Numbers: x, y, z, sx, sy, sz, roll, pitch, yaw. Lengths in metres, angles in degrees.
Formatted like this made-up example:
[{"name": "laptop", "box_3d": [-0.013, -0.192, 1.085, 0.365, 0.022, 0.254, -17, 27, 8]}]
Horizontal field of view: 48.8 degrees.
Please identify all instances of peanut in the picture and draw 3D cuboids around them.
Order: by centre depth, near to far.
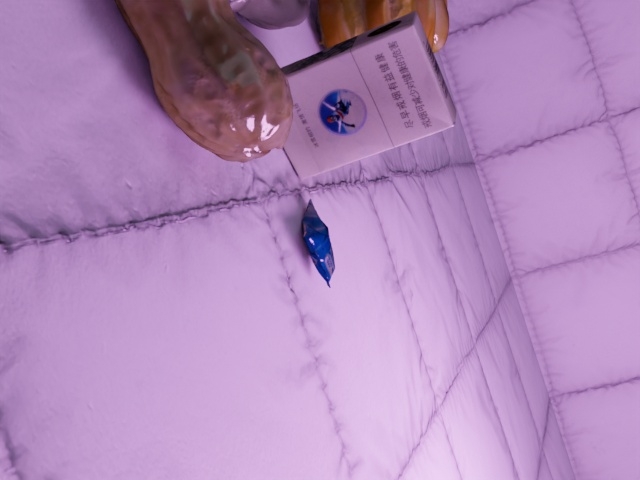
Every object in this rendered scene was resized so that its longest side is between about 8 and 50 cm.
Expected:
[{"name": "peanut", "box_3d": [-0.140, -0.225, 0.777, 0.313, 0.149, 0.149, 64, 23, -19]}]

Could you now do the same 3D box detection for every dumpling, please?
[{"name": "dumpling", "box_3d": [-0.066, -0.382, 1.075, 0.199, 0.136, 0.118, -46, 124, -54]}]

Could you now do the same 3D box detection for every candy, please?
[{"name": "candy", "box_3d": [0.000, 0.000, 1.065, 0.136, 0.038, 0.088, -90, 157, -57]}]

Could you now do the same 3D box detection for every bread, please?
[{"name": "bread", "box_3d": [0.116, -0.455, 1.407, 0.211, 0.270, 0.315, 11, 69, -50]}]

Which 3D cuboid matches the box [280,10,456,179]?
[{"name": "box", "box_3d": [0.052, -0.208, 1.049, 0.164, 0.256, 0.069, 62, 25, -25]}]
